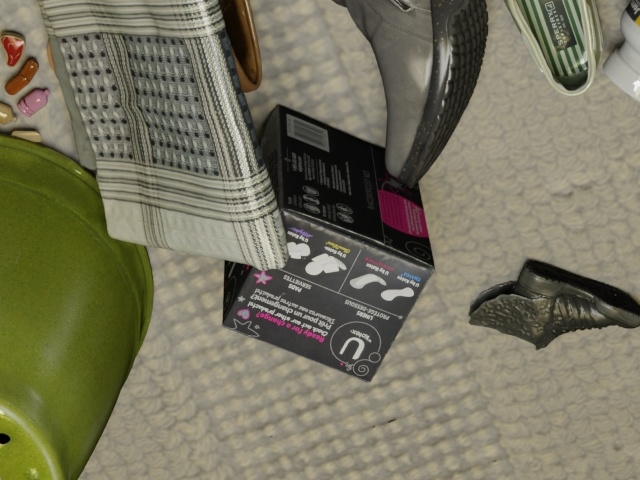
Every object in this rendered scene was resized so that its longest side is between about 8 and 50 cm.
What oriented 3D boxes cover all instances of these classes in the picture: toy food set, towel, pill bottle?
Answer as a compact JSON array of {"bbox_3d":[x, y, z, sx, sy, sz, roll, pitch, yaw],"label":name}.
[{"bbox_3d":[-0.307,-0.156,1.936,0.078,0.019,0.122,-1,117,-1],"label":"toy food set"},{"bbox_3d":[-0.165,-0.134,1.788,0.056,0.324,0.312,-26,112,-27],"label":"towel"},{"bbox_3d":[0.353,-0.220,1.882,0.103,0.103,0.184,28,112,-15],"label":"pill bottle"}]

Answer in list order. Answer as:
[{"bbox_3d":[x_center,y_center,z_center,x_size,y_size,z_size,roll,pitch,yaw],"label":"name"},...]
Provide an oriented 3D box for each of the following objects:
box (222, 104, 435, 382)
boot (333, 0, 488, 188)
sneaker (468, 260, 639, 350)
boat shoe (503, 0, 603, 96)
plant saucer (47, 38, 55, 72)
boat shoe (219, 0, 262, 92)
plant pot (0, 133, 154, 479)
[{"bbox_3d":[0.000,0.000,1.900,0.163,0.247,0.142,22,113,-13],"label":"box"},{"bbox_3d":[0.044,-0.226,1.861,0.222,0.118,0.338,20,126,15],"label":"boot"},{"bbox_3d":[0.248,0.078,2.063,0.170,0.051,0.089,21,115,-7],"label":"sneaker"},{"bbox_3d":[0.204,-0.276,1.853,0.109,0.094,0.302,-24,116,10],"label":"boat shoe"},{"bbox_3d":[-0.227,-0.185,1.928,0.083,0.013,0.083,-1,118,-2],"label":"plant saucer"},{"bbox_3d":[-0.114,-0.275,1.819,0.120,0.122,0.324,4,128,17],"label":"boat shoe"},{"bbox_3d":[-0.353,0.137,1.887,0.366,0.353,0.366,-1,121,-1],"label":"plant pot"}]
